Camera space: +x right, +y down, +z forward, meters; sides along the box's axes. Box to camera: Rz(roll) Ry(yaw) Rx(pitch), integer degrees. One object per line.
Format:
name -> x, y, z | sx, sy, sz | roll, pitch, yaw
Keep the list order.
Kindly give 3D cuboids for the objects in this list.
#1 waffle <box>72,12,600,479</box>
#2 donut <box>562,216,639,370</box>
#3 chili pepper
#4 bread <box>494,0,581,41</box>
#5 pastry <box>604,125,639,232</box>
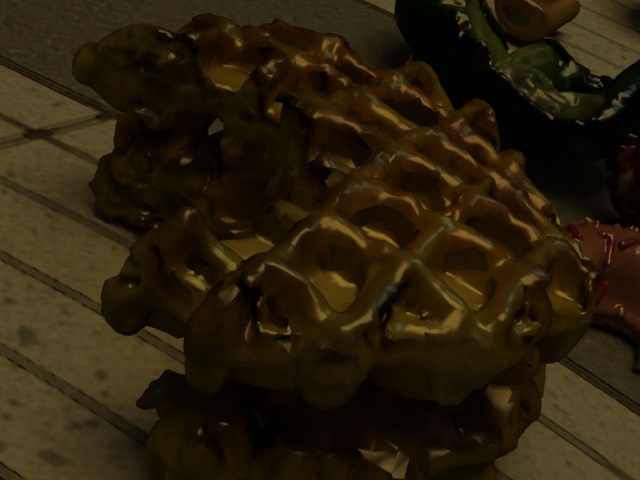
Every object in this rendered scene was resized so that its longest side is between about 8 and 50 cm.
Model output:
waffle -> 0.000, 0.000, 0.670 | 0.261, 0.151, 0.324 | 5, 37, -19
donut -> 0.199, 0.032, 0.810 | 0.166, 0.065, 0.117 | 18, 33, -8
chili pepper -> 0.160, -0.140, 1.018 | 0.148, 0.116, 0.264 | -28, 55, -36
bread -> 0.210, -0.227, 1.212 | 0.062, 0.049, 0.103 | 39, 34, 12
pastry -> 0.292, -0.002, 0.880 | 0.115, 0.097, 0.208 | 8, 36, -42
